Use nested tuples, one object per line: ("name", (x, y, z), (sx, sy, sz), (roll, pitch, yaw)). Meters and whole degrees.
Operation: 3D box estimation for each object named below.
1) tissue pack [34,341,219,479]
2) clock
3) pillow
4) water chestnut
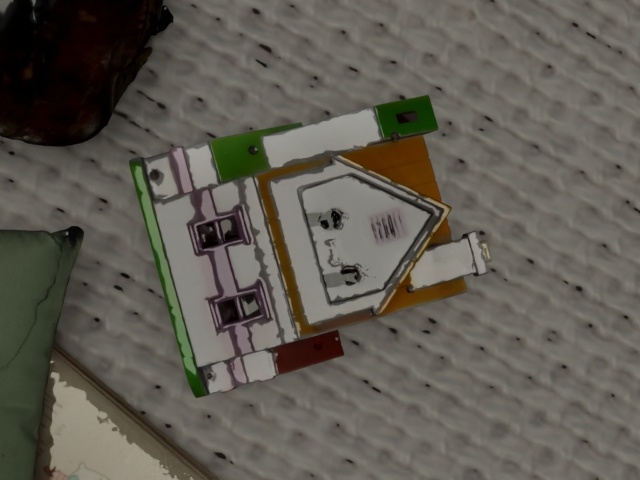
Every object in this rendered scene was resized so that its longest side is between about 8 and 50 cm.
("tissue pack", (-0.233, 0.238, 1.060), (0.325, 0.071, 0.170), (41, 85, -1))
("clock", (0.000, 0.000, 1.056), (0.310, 0.166, 0.235), (-15, 87, 1))
("pillow", (-0.386, 0.122, 0.953), (0.310, 0.119, 0.312), (8, 87, -14))
("water chestnut", (-0.273, -0.231, 1.014), (0.289, 0.244, 0.289), (-5, 61, 9))
